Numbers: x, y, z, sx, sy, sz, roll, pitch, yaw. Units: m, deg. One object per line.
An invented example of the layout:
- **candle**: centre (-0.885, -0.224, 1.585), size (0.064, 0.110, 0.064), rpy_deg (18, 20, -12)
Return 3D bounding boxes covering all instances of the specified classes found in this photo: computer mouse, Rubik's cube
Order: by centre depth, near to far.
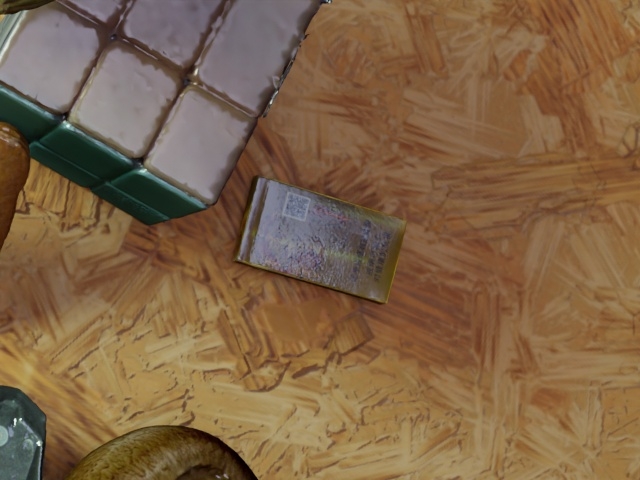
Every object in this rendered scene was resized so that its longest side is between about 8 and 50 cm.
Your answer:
- **computer mouse**: centre (-0.315, 0.234, 1.650), size (0.126, 0.071, 0.231), rpy_deg (25, 86, -1)
- **Rubik's cube**: centre (-0.163, -0.164, 1.651), size (0.225, 0.231, 0.221), rpy_deg (30, 78, -15)

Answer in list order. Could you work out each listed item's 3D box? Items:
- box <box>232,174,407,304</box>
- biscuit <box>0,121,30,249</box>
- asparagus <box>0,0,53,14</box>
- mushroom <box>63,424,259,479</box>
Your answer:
- **box**: centre (0.000, 0.000, 1.793), size (0.156, 0.022, 0.089), rpy_deg (15, 79, -15)
- **biscuit**: centre (-0.357, -0.035, 1.620), size (0.186, 0.036, 0.192), rpy_deg (19, 118, -12)
- **asparagus**: centre (-0.151, -0.274, 1.502), size (0.287, 0.080, 0.080), rpy_deg (-43, 98, -15)
- **mushroom**: centre (-0.130, 0.309, 1.647), size (0.278, 0.163, 0.297), rpy_deg (-3, 90, -18)
